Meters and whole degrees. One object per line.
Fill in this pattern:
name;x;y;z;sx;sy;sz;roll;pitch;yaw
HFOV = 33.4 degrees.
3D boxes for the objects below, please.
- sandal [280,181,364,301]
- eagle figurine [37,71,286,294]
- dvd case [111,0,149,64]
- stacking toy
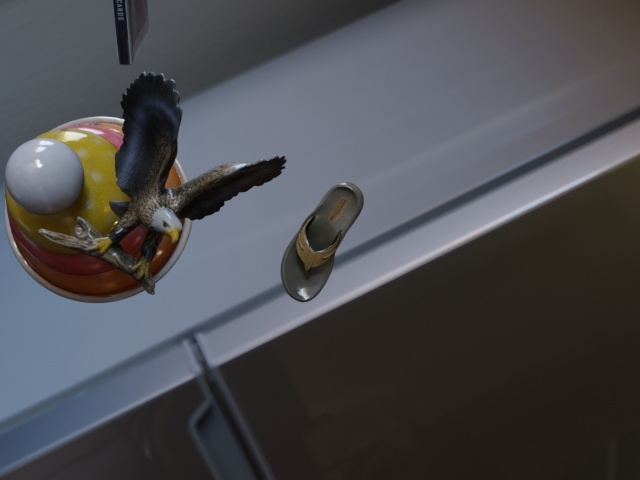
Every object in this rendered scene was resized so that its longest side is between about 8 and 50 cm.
sandal;0.000;0.000;1.469;0.072;0.180;0.049;30;4;2
eagle figurine;-0.217;-0.073;1.539;0.225;0.298;0.226;41;13;26
dvd case;-0.323;-0.438;1.794;0.179;0.030;0.238;-87;178;-61
stacking toy;-0.406;-0.082;1.787;0.350;0.351;0.480;63;-5;6
